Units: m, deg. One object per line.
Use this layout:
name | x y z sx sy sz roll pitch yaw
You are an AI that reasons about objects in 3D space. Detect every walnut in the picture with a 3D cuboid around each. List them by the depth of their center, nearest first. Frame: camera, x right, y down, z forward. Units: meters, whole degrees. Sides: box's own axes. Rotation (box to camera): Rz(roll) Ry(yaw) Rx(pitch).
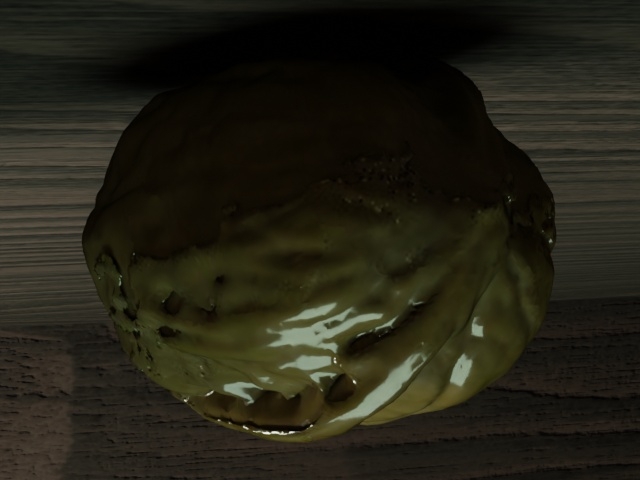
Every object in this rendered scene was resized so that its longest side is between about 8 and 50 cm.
walnut | 0.000 0.000 0.914 0.198 0.198 0.245 0 174 -39
